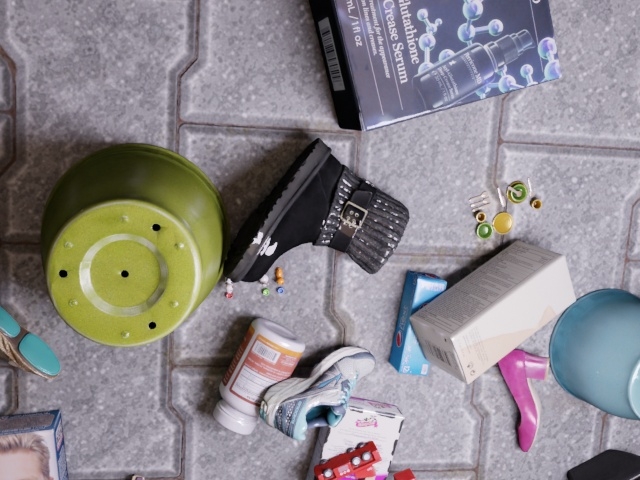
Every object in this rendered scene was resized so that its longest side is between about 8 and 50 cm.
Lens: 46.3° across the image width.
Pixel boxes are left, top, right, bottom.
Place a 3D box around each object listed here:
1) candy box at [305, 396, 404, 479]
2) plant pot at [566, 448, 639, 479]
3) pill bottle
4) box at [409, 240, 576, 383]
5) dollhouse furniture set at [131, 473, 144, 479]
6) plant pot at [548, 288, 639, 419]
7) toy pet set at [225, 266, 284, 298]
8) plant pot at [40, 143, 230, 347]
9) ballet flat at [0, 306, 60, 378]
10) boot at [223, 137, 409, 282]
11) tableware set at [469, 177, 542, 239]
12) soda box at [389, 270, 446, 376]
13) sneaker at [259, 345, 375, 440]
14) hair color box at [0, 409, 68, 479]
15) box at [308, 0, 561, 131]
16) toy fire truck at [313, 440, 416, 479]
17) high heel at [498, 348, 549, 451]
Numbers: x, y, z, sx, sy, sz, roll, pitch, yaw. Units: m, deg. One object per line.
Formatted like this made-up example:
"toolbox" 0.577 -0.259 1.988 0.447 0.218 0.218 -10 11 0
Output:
"candy box" 0.070 0.460 1.616 0.159 0.071 0.233 14 98 -12
"plant pot" 0.673 0.588 1.702 0.187 0.167 0.188 -26 103 -4
"pill bottle" -0.130 0.277 1.520 0.121 0.121 0.216 27 95 -14
"box" 0.354 0.138 1.527 0.311 0.148 0.121 -32 116 -18
"dollhouse furniture set" -0.345 0.550 1.550 0.114 0.081 0.091 16 97 -13
"plant pot" 0.674 0.263 1.597 0.272 0.255 0.271 -2 100 -11
"toy pet set" -0.133 0.066 1.508 0.122 0.065 0.114 -6 102 -10
"plant pot" -0.330 0.024 1.316 0.367 0.353 0.366 -2 101 -11
"ballet flat" -0.597 0.200 1.456 0.067 0.073 0.206 -35 103 26
"boot" 0.002 -0.001 1.452 0.260 0.131 0.348 41 73 -14
"tableware set" 0.399 -0.065 1.604 0.154 0.024 0.104 -19 104 -7
"soda box" 0.206 0.175 1.587 0.067 0.071 0.210 9 99 -14
"sneaker" 0.020 0.317 1.510 0.283 0.122 0.110 -26 133 -34
"hair color box" -0.593 0.525 1.488 0.174 0.105 0.347 -5 101 -10
"box" 0.207 -0.396 1.410 0.396 0.212 0.293 -17 102 -8
"toy fire truck" 0.095 0.496 1.565 0.192 0.047 0.135 -23 105 -5
"high heel" 0.437 0.358 1.676 0.117 0.082 0.244 9 114 16
